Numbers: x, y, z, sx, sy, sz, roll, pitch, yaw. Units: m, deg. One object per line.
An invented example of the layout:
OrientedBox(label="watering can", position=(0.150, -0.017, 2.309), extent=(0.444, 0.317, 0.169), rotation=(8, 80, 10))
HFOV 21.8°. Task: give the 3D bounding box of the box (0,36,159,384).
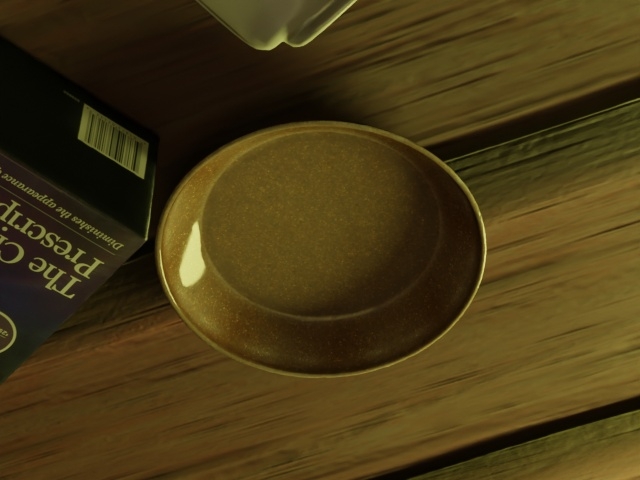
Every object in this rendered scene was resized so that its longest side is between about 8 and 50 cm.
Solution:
OrientedBox(label="box", position=(-0.250, -0.040, 0.928), extent=(0.261, 0.103, 0.184), rotation=(33, 124, -24))

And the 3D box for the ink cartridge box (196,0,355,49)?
OrientedBox(label="ink cartridge box", position=(-0.058, -0.306, 0.659), extent=(0.279, 0.160, 0.385), rotation=(-38, 115, 25))

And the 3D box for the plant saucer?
OrientedBox(label="plant saucer", position=(0.000, 0.000, 1.004), extent=(0.199, 0.036, 0.198), rotation=(0, 130, 0))
